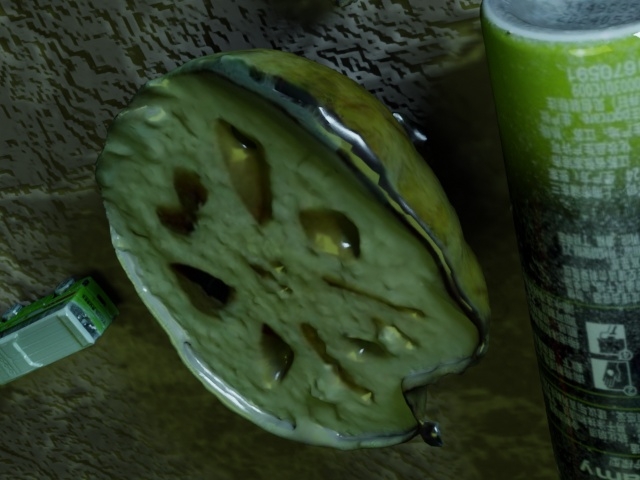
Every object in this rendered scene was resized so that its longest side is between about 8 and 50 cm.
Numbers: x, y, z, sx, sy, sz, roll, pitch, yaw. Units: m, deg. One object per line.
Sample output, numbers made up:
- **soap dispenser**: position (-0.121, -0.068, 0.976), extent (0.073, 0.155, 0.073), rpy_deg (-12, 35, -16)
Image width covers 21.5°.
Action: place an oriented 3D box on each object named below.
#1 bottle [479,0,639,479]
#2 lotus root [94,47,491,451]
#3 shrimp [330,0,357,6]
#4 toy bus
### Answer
- **bottle**: position (0.136, 0.040, 0.711), extent (0.093, 0.093, 0.330), rpy_deg (1, 125, 23)
- **lotus root**: position (-0.002, -0.003, 0.754), extent (0.183, 0.078, 0.203), rpy_deg (-14, 115, 44)
- **shrimp**: position (-0.060, -0.149, 0.694), extent (0.161, 0.049, 0.166), rpy_deg (-25, 119, 34)
- **toy bus**: position (-0.144, 0.048, 0.875), extent (0.083, 0.037, 0.031), rpy_deg (-25, 112, 36)
